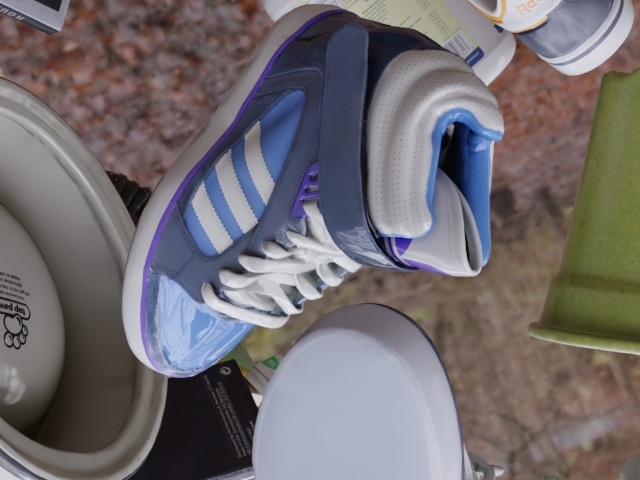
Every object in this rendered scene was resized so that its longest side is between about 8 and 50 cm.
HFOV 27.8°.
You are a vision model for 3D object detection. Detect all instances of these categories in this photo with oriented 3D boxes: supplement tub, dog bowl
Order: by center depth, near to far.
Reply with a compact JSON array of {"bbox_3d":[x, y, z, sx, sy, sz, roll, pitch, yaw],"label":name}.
[{"bbox_3d":[-0.315,0.056,1.213,0.150,0.408,0.408,-20,173,19],"label":"dog bowl"},{"bbox_3d":[0.073,-0.305,1.688,0.235,0.325,0.235,-39,-172,7],"label":"supplement tub"}]

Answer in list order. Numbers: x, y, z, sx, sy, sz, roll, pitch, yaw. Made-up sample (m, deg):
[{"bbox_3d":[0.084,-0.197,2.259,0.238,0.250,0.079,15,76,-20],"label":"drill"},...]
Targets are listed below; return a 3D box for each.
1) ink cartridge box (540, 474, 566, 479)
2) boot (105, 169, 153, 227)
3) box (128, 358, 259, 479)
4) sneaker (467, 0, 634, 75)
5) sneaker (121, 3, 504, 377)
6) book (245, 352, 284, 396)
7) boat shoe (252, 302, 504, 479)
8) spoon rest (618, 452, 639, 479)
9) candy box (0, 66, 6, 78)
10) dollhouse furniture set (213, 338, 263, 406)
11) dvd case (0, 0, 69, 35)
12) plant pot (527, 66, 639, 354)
[{"bbox_3d":[0.259,0.406,1.264,0.129,0.223,0.307,-65,176,-51],"label":"ink cartridge box"},{"bbox_3d":[-0.310,-0.028,1.676,0.131,0.348,0.260,-17,-144,19],"label":"boot"},{"bbox_3d":[-0.222,0.339,1.702,0.294,0.183,0.296,-15,141,-19],"label":"box"},{"bbox_3d":[0.172,-0.274,1.172,0.127,0.321,0.126,34,108,-30],"label":"sneaker"},{"bbox_3d":[0.001,0.000,0.917,0.130,0.236,0.323,22,100,-46],"label":"sneaker"},{"bbox_3d":[-0.031,0.225,1.827,0.035,0.144,0.096,-52,168,19],"label":"book"},{"bbox_3d":[0.059,0.177,0.844,0.135,0.367,0.156,12,-147,29],"label":"boat shoe"},{"bbox_3d":[0.438,0.302,1.417,0.276,0.137,0.084,19,140,-19],"label":"spoon rest"},{"bbox_3d":[-0.605,-0.172,2.078,0.122,0.317,0.268,-3,138,13],"label":"candy box"},{"bbox_3d":[-0.207,0.128,2.019,0.301,0.198,0.151,15,124,-29],"label":"dollhouse furniture set"},{"bbox_3d":[-0.294,-0.337,1.212,0.179,0.239,0.029,23,161,-37],"label":"dvd case"},{"bbox_3d":[0.340,-0.025,1.191,0.276,0.254,0.276,5,180,0],"label":"plant pot"}]
